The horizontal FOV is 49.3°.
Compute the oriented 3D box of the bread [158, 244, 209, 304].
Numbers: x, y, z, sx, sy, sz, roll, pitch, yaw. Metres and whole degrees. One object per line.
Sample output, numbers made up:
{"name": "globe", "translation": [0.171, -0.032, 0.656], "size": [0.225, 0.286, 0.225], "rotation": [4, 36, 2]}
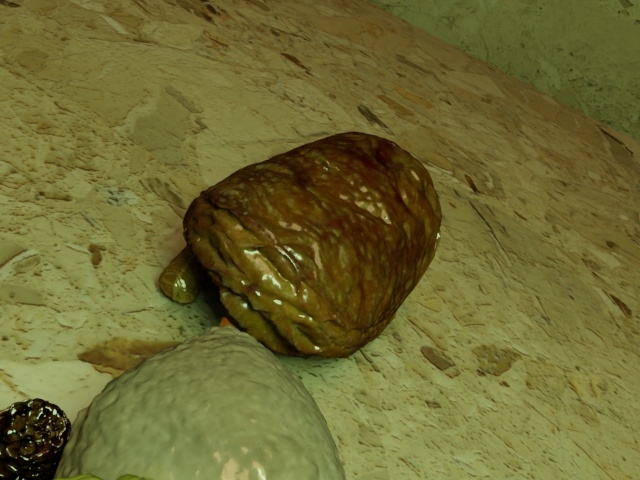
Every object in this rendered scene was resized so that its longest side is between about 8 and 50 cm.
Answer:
{"name": "bread", "translation": [-0.148, 0.024, 0.865], "size": [0.052, 0.044, 0.157], "rotation": [36, 34, -3]}

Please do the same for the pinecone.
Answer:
{"name": "pinecone", "translation": [-0.243, 0.167, 0.580], "size": [0.077, 0.083, 0.077], "rotation": [8, 50, -10]}

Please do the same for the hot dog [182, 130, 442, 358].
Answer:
{"name": "hot dog", "translation": [0.000, 0.000, 0.860], "size": [0.267, 0.174, 0.387], "rotation": [46, 39, 9]}

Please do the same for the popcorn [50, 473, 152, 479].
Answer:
{"name": "popcorn", "translation": [-0.140, 0.208, 0.309], "size": [0.251, 0.206, 0.237], "rotation": [3, 5, 18]}

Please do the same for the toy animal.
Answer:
{"name": "toy animal", "translation": [-0.091, 0.200, 0.548], "size": [0.226, 0.188, 0.358], "rotation": [17, 35, -25]}
